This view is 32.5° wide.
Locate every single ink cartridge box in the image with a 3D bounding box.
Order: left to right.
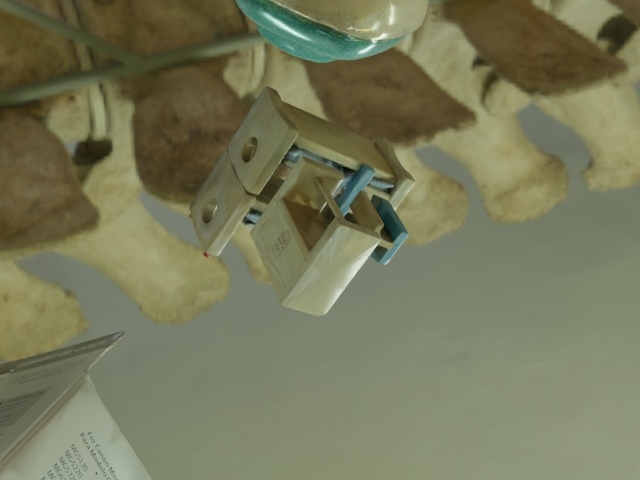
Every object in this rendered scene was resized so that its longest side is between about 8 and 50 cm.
[{"bbox_3d":[-0.302,0.218,0.878,0.309,0.130,0.272,-16,-161,30],"label":"ink cartridge box"}]

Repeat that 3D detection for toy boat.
[{"bbox_3d":[-0.050,-0.267,1.078,0.318,0.148,0.267,28,-154,8],"label":"toy boat"}]

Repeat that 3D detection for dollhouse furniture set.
[{"bbox_3d":[0.000,0.000,0.841,0.129,0.129,0.184,19,-152,-33],"label":"dollhouse furniture set"}]
